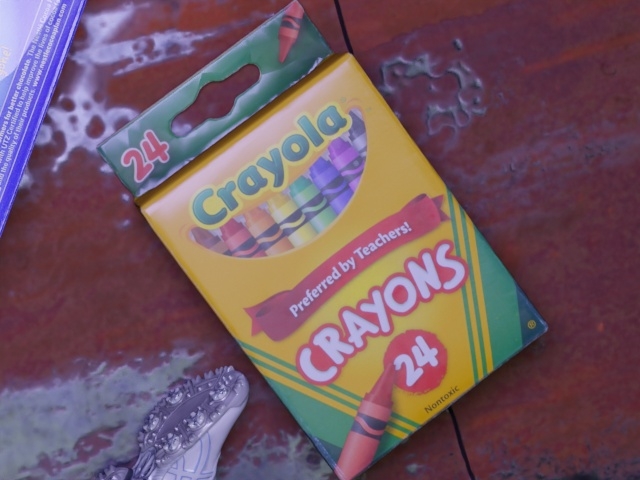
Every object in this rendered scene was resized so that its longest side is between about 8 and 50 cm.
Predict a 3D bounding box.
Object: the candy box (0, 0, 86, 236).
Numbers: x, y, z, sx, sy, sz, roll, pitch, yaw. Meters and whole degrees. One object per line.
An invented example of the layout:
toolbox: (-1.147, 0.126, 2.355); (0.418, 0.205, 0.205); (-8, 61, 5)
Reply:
candy box: (-0.351, -0.144, 1.414); (0.317, 0.122, 0.268); (21, 93, -12)

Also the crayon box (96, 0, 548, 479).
crayon box: (0.000, 0.000, 1.509); (0.202, 0.081, 0.318); (-38, 100, -4)

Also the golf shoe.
golf shoe: (-0.106, 0.178, 1.529); (0.176, 0.069, 0.086); (-48, 121, 1)
